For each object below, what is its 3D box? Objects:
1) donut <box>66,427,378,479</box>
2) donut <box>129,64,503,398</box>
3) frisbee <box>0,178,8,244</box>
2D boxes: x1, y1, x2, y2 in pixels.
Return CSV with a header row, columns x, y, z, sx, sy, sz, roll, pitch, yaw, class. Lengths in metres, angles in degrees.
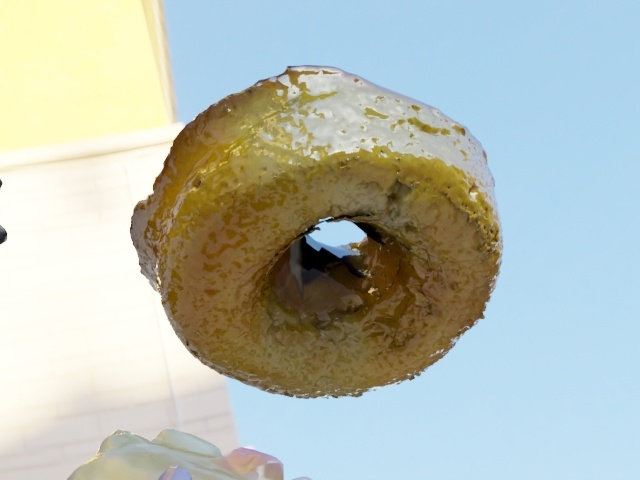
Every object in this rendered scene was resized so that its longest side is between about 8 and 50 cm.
x,y,z,sx,sy,sz,roll,pitch,yaw,class
-0.097,0.217,0.344,0.371,0.307,0.150,-34,-55,-5,donut
0.002,0.001,0.955,0.253,0.118,0.253,-4,-51,-5,donut
-0.229,-0.009,0.631,0.187,0.012,0.211,4,-86,5,frisbee
